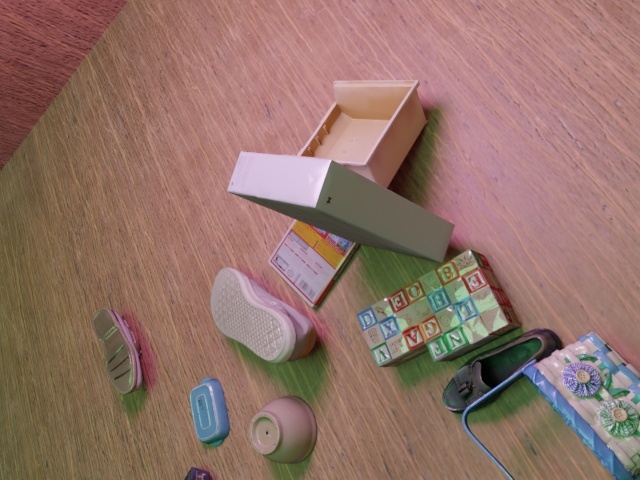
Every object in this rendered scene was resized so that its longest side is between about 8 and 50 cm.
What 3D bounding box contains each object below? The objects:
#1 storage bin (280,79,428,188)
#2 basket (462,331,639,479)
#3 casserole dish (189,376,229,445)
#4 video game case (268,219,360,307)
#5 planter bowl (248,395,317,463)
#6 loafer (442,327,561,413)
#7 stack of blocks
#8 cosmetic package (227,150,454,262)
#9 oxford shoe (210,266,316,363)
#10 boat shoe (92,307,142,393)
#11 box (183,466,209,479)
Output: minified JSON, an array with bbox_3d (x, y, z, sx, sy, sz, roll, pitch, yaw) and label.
[{"bbox_3d":[0.077,-0.242,1.311,0.260,0.123,0.262,12,60,37],"label":"storage bin"},{"bbox_3d":[0.422,0.312,0.954,0.289,0.201,0.255,-46,58,7],"label":"basket"},{"bbox_3d":[-0.313,0.473,1.552,0.114,0.037,0.188,-29,63,27],"label":"casserole dish"},{"bbox_3d":[0.000,0.000,1.438,0.204,0.025,0.285,42,105,35],"label":"video game case"},{"bbox_3d":[-0.104,0.462,1.359,0.162,0.109,0.162,-9,74,34],"label":"planter bowl"},{"bbox_3d":[0.339,0.254,1.100,0.267,0.084,0.096,-41,59,22],"label":"loafer"},{"bbox_3d":[0.242,0.169,1.187,0.297,0.087,0.171,-34,62,26],"label":"stack of blocks"},{"bbox_3d":[0.046,-0.065,1.138,0.284,0.377,0.097,18,87,48],"label":"cosmetic package"},{"bbox_3d":[-0.162,0.195,1.459,0.449,0.130,0.169,26,101,51],"label":"oxford shoe"},{"bbox_3d":[-0.613,0.344,1.756,0.113,0.103,0.302,-37,59,9],"label":"boat shoe"},{"bbox_3d":[-0.347,0.733,1.433,0.183,0.059,0.232,-59,19,10],"label":"box"}]
